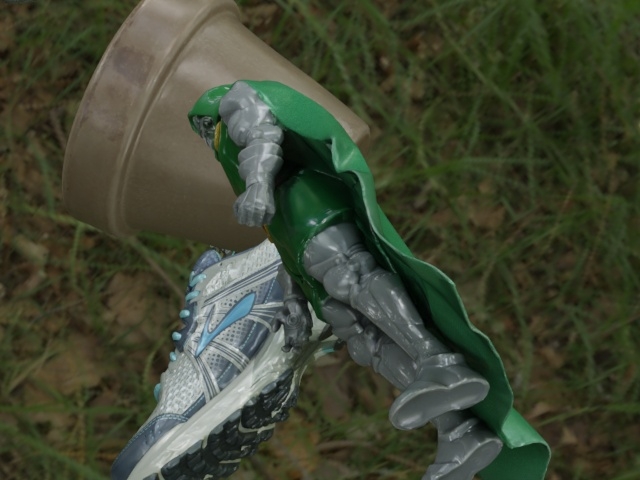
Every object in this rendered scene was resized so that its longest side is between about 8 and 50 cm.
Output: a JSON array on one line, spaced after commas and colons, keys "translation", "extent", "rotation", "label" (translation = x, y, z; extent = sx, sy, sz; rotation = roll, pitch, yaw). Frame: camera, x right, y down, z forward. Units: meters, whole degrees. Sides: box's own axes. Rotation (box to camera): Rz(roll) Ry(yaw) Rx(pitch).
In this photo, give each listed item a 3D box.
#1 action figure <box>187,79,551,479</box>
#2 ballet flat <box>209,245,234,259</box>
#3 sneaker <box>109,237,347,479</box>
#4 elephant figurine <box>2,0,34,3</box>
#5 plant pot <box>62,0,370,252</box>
[{"translation": [0.000, 0.000, 0.507], "extent": [0.063, 0.137, 0.232], "rotation": [-26, 43, -10], "label": "action figure"}, {"translation": [-0.098, -0.020, 1.349], "extent": [0.041, 0.041, 0.114], "rotation": [34, 70, -14], "label": "ballet flat"}, {"translation": [-0.066, 0.079, 0.971], "extent": [0.122, 0.110, 0.283], "rotation": [40, 78, 21], "label": "sneaker"}, {"translation": [-0.216, -0.109, 0.357], "extent": [0.239, 0.169, 0.186], "rotation": [-48, 133, -40], "label": "elephant figurine"}, {"translation": [-0.083, -0.091, 1.204], "extent": [0.229, 0.263, 0.263], "rotation": [25, 54, 9], "label": "plant pot"}]
